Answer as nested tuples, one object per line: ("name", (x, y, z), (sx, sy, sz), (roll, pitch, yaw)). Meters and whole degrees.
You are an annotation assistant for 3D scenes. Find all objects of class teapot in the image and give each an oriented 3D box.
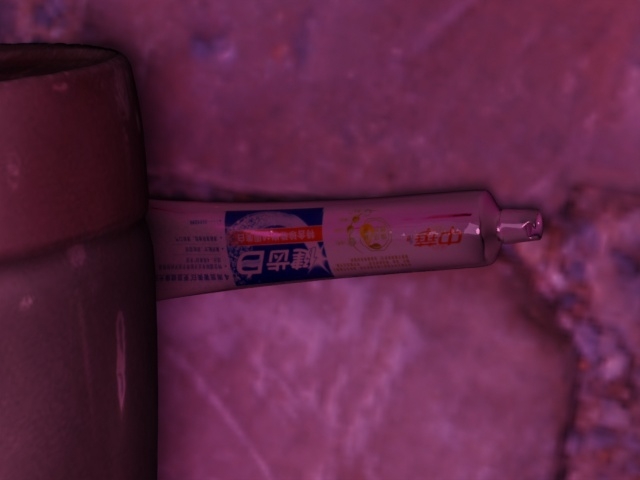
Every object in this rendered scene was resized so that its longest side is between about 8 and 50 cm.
("teapot", (-0.197, 0.093, 0.698), (0.315, 0.233, 0.312), (6, 103, 47))

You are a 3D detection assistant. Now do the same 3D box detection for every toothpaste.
("toothpaste", (0.000, 0.000, 0.706), (0.170, 0.028, 0.045), (-4, 102, 20))
